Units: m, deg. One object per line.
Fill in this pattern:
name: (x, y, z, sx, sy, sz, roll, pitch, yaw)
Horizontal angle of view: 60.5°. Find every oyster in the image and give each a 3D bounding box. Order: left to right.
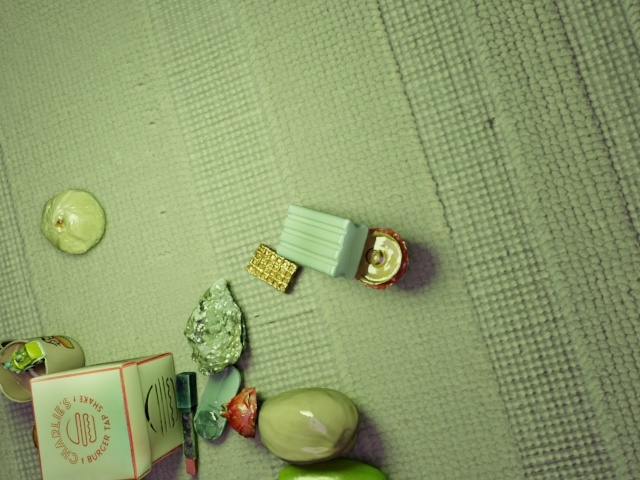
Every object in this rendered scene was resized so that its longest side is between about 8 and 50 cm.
oyster: (-0.326, 0.265, 1.666, 0.198, 0.112, 0.268, -24, 71, 6)

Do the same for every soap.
soap: (0.000, 0.000, 1.539, 0.265, 0.087, 0.160, 18, 94, 49)

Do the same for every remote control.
remote control: (-0.313, 0.495, 1.690, 0.104, 0.052, 0.248, 23, 95, 15)

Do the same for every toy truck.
toy truck: (-0.879, 0.349, 1.621, 0.111, 0.077, 0.076, -36, 80, 10)

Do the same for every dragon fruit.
dragon fruit: (-0.241, 0.508, 1.605, 0.110, 0.153, 0.153, -2, 88, -9)

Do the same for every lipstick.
lipstick: (-0.413, 0.572, 1.716, 0.051, 0.051, 0.313, -4, 89, 13)

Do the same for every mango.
mango: (0.034, 0.712, 1.541, 0.342, 0.156, 0.193, -9, 89, 12)

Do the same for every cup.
cup: (-0.915, 0.389, 1.772, 0.252, 0.200, 0.192, 25, 94, 13)

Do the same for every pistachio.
pistachio: (-0.046, 0.519, 1.552, 0.331, 0.208, 0.226, -10, 42, 28)

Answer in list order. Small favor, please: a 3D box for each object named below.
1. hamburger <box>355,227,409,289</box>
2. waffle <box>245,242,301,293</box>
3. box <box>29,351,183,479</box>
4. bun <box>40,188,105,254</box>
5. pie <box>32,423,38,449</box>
hamburger: (0.174, 0.048, 1.532, 0.175, 0.137, 0.176, 0, 90, 23)
waffle: (-0.142, 0.085, 1.662, 0.148, 0.042, 0.103, 30, 97, 13)
box: (-0.621, 0.521, 1.641, 0.312, 0.300, 0.315, -11, 85, 14)
bun: (-0.823, -0.059, 1.796, 0.220, 0.134, 0.221, 0, 91, 11)
pie: (-0.876, 0.631, 1.816, 0.178, 0.084, 0.205, 29, 99, 13)
